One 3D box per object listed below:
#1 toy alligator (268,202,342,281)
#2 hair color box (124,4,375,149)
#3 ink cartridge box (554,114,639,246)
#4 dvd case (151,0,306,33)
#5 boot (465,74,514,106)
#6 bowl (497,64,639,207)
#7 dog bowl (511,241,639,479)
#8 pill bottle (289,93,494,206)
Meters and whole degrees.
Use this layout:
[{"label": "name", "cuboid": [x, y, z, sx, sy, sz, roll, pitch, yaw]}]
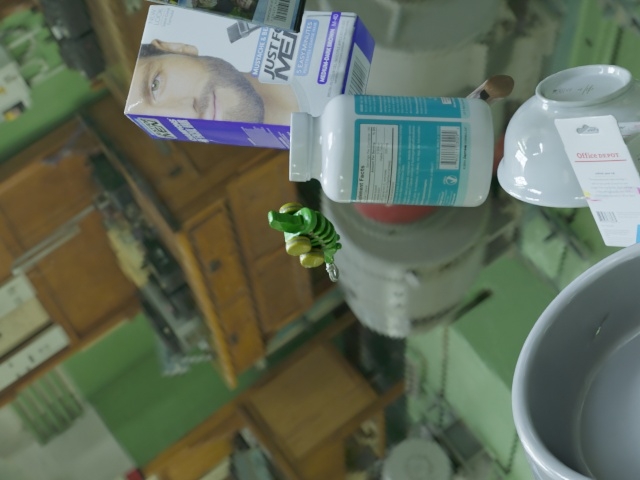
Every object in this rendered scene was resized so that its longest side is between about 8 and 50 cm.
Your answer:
[{"label": "toy alligator", "cuboid": [0.000, 0.000, 1.465, 0.190, 0.051, 0.056, 41, -147, -56]}, {"label": "hair color box", "cuboid": [-0.105, -0.242, 1.857, 0.339, 0.185, 0.110, 5, 165, 22]}, {"label": "ink cartridge box", "cuboid": [0.364, -0.083, 1.497, 0.104, 0.061, 0.181, 4, 126, 56]}, {"label": "dvd case", "cuboid": [-0.129, -0.368, 1.524, 0.253, 0.180, 0.022, 13, -173, 0]}, {"label": "boot", "cuboid": [0.264, -0.232, 2.086, 0.042, 0.118, 0.087, 57, 137, 5]}, {"label": "bowl", "cuboid": [0.401, -0.174, 1.859, 0.298, 0.298, 0.134, 34, 143, 57]}, {"label": "dog bowl", "cuboid": [0.337, 0.134, 1.168, 0.102, 0.349, 0.349, 50, 172, -35]}, {"label": "pill bottle", "cuboid": [0.091, -0.121, 1.662, 0.146, 0.264, 0.146, -178, 90, -89]}]
